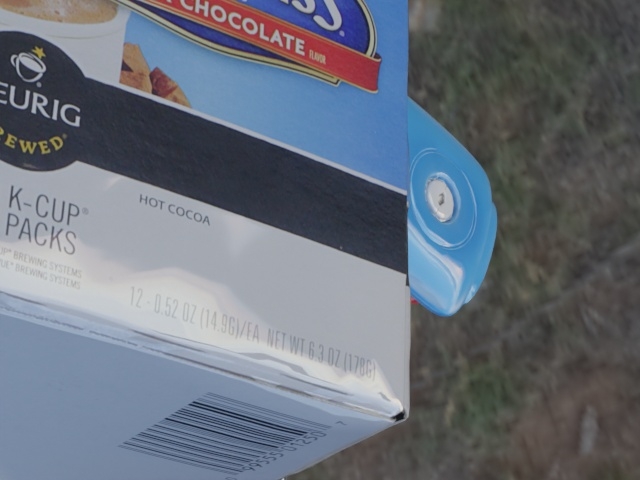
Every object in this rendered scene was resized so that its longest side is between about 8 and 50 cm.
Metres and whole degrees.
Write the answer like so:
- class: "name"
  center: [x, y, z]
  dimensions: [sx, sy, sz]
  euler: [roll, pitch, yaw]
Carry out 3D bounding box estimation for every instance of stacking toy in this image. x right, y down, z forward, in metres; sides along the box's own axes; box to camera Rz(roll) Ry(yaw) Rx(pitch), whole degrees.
- class: "stacking toy"
  center: [0.000, 0.000, 1.835]
  dimensions: [0.301, 0.175, 0.166]
  euler: [-19, 132, 40]

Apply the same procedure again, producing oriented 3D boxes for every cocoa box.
- class: "cocoa box"
  center: [-0.146, 0.000, 0.889]
  dimensions: [0.231, 0.228, 0.347]
  euler: [19, 149, -29]

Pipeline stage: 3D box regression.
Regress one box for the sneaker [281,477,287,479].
- class: "sneaker"
  center: [-0.080, 0.190, 1.857]
  dimensions: [0.146, 0.330, 0.122]
  euler: [-26, 125, -25]
